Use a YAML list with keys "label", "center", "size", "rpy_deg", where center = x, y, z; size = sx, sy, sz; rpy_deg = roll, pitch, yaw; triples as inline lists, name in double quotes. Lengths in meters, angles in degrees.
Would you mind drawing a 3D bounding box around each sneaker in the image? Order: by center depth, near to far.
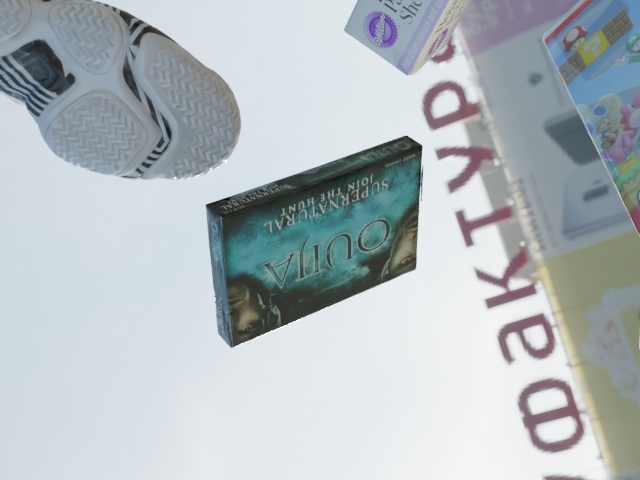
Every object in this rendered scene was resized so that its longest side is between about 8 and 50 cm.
- label: "sneaker"
  center: [-0.240, -0.183, 0.870]
  size: [0.366, 0.137, 0.210]
  rpy_deg: [20, -156, -13]

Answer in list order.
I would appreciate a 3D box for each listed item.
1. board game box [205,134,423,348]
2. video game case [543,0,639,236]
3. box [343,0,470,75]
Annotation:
- label: "board game box"
  center: [0.000, 0.000, 0.788]
  size: [0.026, 0.186, 0.126]
  rpy_deg: [40, 142, 44]
- label: "video game case"
  center: [0.267, -0.115, 0.651]
  size: [0.025, 0.204, 0.285]
  rpy_deg: [24, -142, -32]
- label: "box"
  center: [0.109, -0.250, 0.636]
  size: [0.067, 0.324, 0.063]
  rpy_deg: [39, -133, 8]
